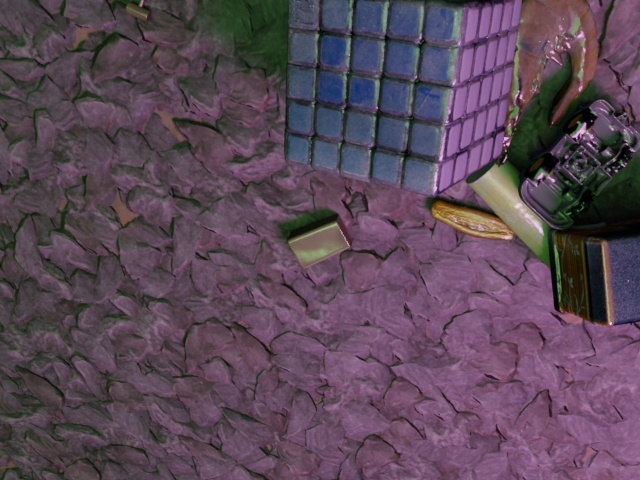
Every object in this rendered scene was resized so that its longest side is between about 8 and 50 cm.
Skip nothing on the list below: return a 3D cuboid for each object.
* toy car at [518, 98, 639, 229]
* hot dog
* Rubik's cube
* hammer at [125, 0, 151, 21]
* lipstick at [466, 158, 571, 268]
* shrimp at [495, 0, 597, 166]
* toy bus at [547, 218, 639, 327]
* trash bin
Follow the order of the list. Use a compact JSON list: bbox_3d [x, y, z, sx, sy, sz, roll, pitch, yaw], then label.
[{"bbox_3d":[0.366,-0.112,1.066,0.097,0.100,0.191,41,90,-8],"label":"toy car"},{"bbox_3d":[0.241,-0.029,1.170,0.137,0.028,0.044,15,92,2],"label":"hot dog"},{"bbox_3d":[0.108,-0.216,0.963,0.237,0.238,0.236,15,117,28],"label":"Rubik's cube"},{"bbox_3d":[-0.264,-0.391,1.110,0.035,0.019,0.110,24,115,0],"label":"hammer"},{"bbox_3d":[0.353,-0.009,1.131,0.304,0.076,0.076,44,116,-11],"label":"lipstick"},{"bbox_3d":[0.316,-0.229,1.043,0.145,0.059,0.254,1,108,-9],"label":"shrimp"},{"bbox_3d":[0.484,0.032,1.032,0.275,0.167,0.138,-8,96,-7],"label":"toy bus"},{"bbox_3d":[0.000,0.000,1.227,0.092,0.043,0.061,-23,108,19],"label":"trash bin"}]
